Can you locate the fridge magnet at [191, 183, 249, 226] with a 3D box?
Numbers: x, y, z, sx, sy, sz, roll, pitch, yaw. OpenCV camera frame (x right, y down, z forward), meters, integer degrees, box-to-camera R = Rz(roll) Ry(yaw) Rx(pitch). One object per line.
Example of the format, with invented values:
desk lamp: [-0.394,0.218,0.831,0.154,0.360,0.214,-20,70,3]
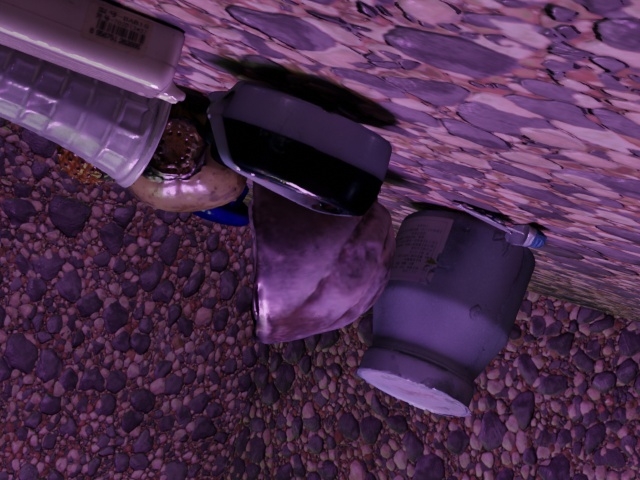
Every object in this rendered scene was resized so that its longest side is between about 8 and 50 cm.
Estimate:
fridge magnet: [-0.241,-0.116,1.587,0.265,0.113,0.265,31,-172,-5]

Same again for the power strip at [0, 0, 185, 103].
power strip: [-0.273,-0.203,0.715,0.338,0.058,0.098,18,179,-18]

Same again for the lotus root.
lotus root: [-0.180,-0.115,1.160,0.173,0.173,0.309,18,-174,-2]

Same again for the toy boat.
toy boat: [0.271,-0.019,1.262,0.149,0.034,0.105,17,176,18]

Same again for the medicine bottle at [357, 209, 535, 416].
medicine bottle: [0.205,0.128,1.400,0.245,0.290,0.245,20,160,8]

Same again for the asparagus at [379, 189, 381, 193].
asparagus: [0.017,-0.103,1.419,0.025,0.024,0.248,-31,-153,-29]

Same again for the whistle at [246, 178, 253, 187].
whistle: [-0.134,-0.132,1.489,0.107,0.057,0.220,23,178,26]

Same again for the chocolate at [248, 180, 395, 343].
chocolate: [0.000,0.000,1.209,0.213,0.303,0.303,-1,179,-4]

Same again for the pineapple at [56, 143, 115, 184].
pineapple: [-0.439,-0.187,1.796,0.310,0.141,0.170,6,166,43]

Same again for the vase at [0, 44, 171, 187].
vase: [-0.326,-0.179,0.906,0.298,0.143,0.143,23,176,-28]

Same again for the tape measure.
tape measure: [-0.019,-0.092,0.824,0.181,0.107,0.182,20,180,29]
